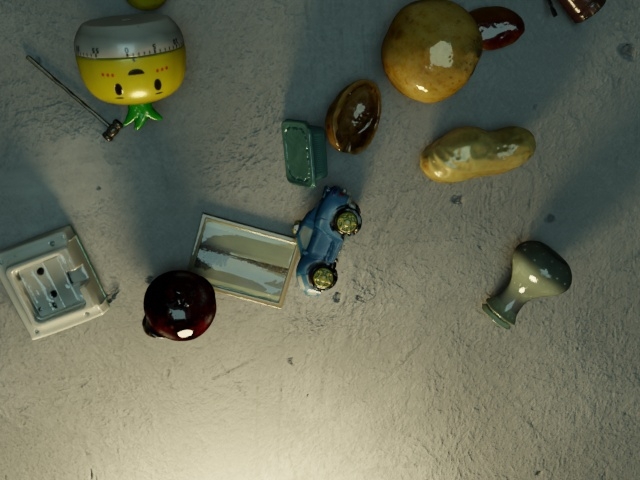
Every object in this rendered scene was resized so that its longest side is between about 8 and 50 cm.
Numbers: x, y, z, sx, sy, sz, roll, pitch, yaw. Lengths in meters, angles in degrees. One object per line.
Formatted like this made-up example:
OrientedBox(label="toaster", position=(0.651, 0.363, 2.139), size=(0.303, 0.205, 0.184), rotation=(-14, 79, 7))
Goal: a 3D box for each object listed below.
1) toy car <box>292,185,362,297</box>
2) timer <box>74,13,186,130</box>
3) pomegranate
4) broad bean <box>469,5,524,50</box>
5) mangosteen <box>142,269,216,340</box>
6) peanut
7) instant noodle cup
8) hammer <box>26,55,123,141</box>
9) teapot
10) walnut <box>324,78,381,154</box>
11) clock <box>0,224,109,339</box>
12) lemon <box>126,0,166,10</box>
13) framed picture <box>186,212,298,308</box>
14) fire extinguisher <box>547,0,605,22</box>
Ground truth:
OrientedBox(label="toy car", position=(0.000, 0.000, 1.906), size=(0.165, 0.198, 0.314), rotation=(23, 101, 0))
OrientedBox(label="timer", position=(-0.454, -0.403, 1.730), size=(0.285, 0.285, 0.285), rotation=(-1, 104, -5))
OrientedBox(label="pomegranate", position=(0.280, -0.476, 1.788), size=(0.260, 0.260, 0.261), rotation=(-1, 104, -5))
OrientedBox(label="broad bean", position=(0.449, -0.558, 1.863), size=(0.165, 0.084, 0.114), rotation=(-9, 77, 0))
OrientedBox(label="mangosteen", position=(-0.379, 0.178, 1.905), size=(0.209, 0.210, 0.210), rotation=(-1, 104, -5))
OrientedBox(label="peanut", position=(0.427, -0.241, 1.912), size=(0.318, 0.147, 0.148), rotation=(-10, 105, 0))
OrientedBox(label="instant noodle cup", position=(-0.036, -0.233, 1.872), size=(0.070, 0.157, 0.179), rotation=(-11, 106, -26))
OrientedBox(label="hammer", position=(-0.643, -0.374, 1.832), size=(0.292, 0.029, 0.058), rotation=(41, 95, -12))
OrientedBox(label="teapot", position=(0.582, 0.131, 2.012), size=(0.183, 0.183, 0.251), rotation=(33, 109, -12))
OrientedBox(label="walnut", position=(0.076, -0.327, 1.871), size=(0.167, 0.087, 0.211), rotation=(39, 73, -41))
OrientedBox(label="clock", position=(-0.728, 0.120, 1.899), size=(0.231, 0.116, 0.262), rotation=(-21, 104, 0))
OrientedBox(label="lemon", position=(-0.435, -0.625, 1.747), size=(0.133, 0.109, 0.109), rotation=(-18, 105, -16))
OrientedBox(label="framed picture", position=(-0.217, 0.058, 1.984), size=(0.289, 0.016, 0.213), rotation=(16, 102, -9))
OrientedBox(label="fire extinguisher", position=(0.589, -0.713, 1.827), size=(0.141, 0.105, 0.341), rotation=(-45, 107, 5))
